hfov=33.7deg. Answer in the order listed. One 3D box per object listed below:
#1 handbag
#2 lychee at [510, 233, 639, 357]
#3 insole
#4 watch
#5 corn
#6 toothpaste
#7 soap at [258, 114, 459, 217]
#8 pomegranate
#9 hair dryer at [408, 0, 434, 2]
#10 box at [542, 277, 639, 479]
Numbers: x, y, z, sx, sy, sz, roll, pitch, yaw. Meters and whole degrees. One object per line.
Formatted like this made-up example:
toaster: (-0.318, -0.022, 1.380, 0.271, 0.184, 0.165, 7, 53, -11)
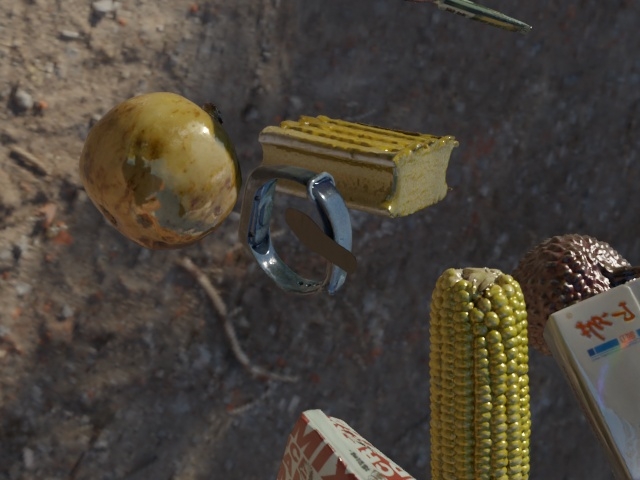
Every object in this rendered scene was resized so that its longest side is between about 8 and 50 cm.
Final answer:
handbag: (0.033, 0.290, 1.092, 0.151, 0.171, 0.298, -37, 150, -15)
lychee: (0.320, 0.067, 1.305, 0.165, 0.165, 0.197, -25, 166, -47)
insole: (0.000, 0.000, 1.582, 0.002, 0.152, 0.053, -26, 140, -40)
watch: (-0.035, -0.020, 1.633, 0.068, 0.193, 0.206, -35, 147, -49)
corn: (0.128, 0.146, 0.846, 0.081, 0.081, 0.248, -5, 94, -54)
toothpaste: (0.300, -0.430, 2.001, 0.049, 0.204, 0.031, 157, -49, -85)
soap: (0.077, -0.164, 2.209, 0.293, 0.335, 0.156, -28, 127, -58)
pomegranate: (-0.204, -0.095, 1.410, 0.215, 0.215, 0.215, -28, 127, -45)
hair dryer: (0.188, -0.370, 0.942, 0.352, 0.125, 0.210, -30, 162, -19)
box: (0.319, 0.088, 0.862, 0.233, 0.149, 0.067, -23, 157, -2)
